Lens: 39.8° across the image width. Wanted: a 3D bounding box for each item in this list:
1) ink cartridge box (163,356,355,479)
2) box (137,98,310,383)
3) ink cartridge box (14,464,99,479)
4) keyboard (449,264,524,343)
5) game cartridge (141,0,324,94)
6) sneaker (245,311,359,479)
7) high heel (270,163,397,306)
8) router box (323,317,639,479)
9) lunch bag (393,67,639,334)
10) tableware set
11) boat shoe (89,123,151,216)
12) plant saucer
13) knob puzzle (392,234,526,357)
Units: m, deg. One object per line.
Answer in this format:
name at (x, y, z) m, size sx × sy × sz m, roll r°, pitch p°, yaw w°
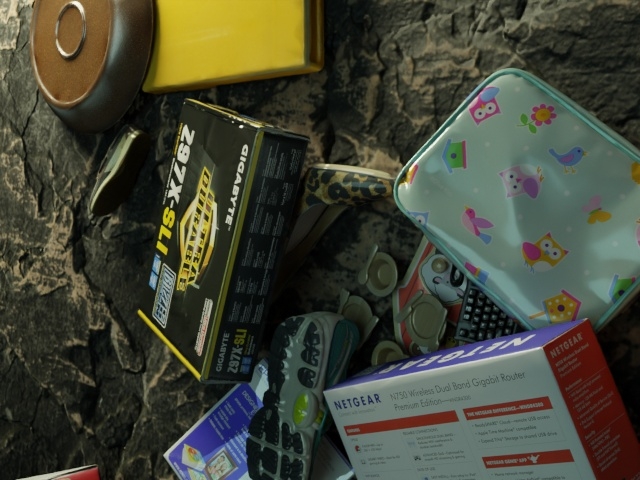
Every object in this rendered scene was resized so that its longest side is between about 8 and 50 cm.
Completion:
ink cartridge box at (-0.080, 0.303, 1.194) m, size 0.208 × 0.045 × 0.206 m, roll -45°, pitch 67°, yaw 9°
box at (-0.139, -0.009, 1.167) m, size 0.257 × 0.079 × 0.322 m, roll 31°, pitch 109°, yaw 58°
ink cartridge box at (-0.409, 0.524, 1.377) m, size 0.271 × 0.130 × 0.310 m, roll -17°, pitch 81°, yaw 31°
keyboard at (0.194, 0.030, 1.009) m, size 0.108 × 0.023 × 0.180 m, roll 13°, pitch 85°, yaw 27°
game cartridge at (-0.137, -0.362, 1.243) m, size 0.323 × 0.052 × 0.286 m, roll 0°, pitch 90°, yaw 37°
sneaker at (-0.013, 0.222, 1.106) m, size 0.107 × 0.110 × 0.275 m, roll 27°, pitch 107°, yaw 41°
high heel at (0.000, 0.000, 1.117) m, size 0.261 × 0.093 × 0.186 m, roll 0°, pitch 87°, yaw 48°
router box at (0.181, 0.261, 0.917) m, size 0.335 × 0.082 × 0.301 m, roll -22°, pitch 89°, yaw 51°
lunch bag at (0.240, -0.034, 0.935) m, size 0.279 × 0.108 × 0.224 m, roll 44°, pitch 96°, yaw 20°
tableware set at (0.081, 0.098, 1.091) m, size 0.169 × 0.020 × 0.141 m, roll 47°, pitch 121°, yaw 37°
boat shoe at (-0.314, -0.108, 1.360) m, size 0.049 × 0.056 × 0.152 m, roll 40°, pitch 102°, yaw 32°
plant saucer at (-0.370, -0.322, 1.370) m, size 0.310 × 0.050 × 0.311 m, roll 0°, pitch 90°, yaw 44°
knob puzzle at (0.160, 0.100, 1.053) m, size 0.213 × 0.030 × 0.213 m, roll 0°, pitch 91°, yaw 33°
